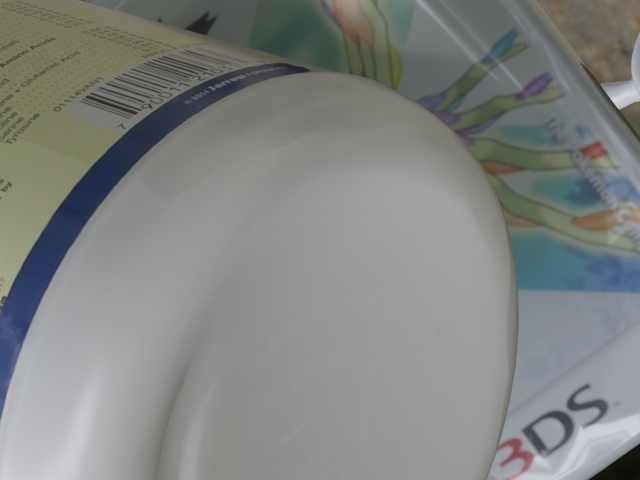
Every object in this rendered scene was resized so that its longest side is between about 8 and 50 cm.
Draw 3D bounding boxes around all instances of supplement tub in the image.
[{"bbox_3d":[-0.113,0.022,0.678,0.325,0.235,0.235,20,158,39],"label":"supplement tub"}]

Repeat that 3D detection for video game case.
[{"bbox_3d":[0.000,0.000,0.835,0.329,0.300,0.036,54,-163,8],"label":"video game case"}]

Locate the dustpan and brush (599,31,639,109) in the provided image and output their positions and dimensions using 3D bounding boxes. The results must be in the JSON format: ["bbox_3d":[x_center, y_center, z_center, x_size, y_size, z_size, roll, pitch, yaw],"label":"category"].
[{"bbox_3d":[0.233,-0.113,1.140,0.211,0.147,0.060,-8,149,45],"label":"dustpan and brush"}]
